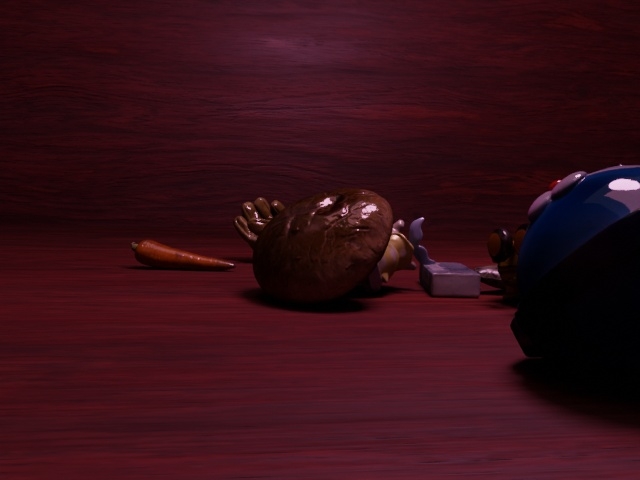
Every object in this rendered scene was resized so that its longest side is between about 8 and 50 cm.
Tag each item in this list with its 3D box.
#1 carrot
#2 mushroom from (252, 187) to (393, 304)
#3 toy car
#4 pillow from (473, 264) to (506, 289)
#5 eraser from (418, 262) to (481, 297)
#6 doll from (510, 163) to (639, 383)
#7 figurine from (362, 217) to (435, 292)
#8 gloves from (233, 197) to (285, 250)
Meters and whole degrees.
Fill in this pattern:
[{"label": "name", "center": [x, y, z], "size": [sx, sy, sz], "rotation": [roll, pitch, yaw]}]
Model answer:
[{"label": "carrot", "center": [-0.323, 0.047, 1.513], "size": [0.256, 0.061, 0.061], "rotation": [13, 5, 4]}, {"label": "mushroom", "center": [0.000, 0.000, 1.134], "size": [0.278, 0.146, 0.278], "rotation": [-26, 32, 18]}, {"label": "toy car", "center": [0.399, 0.047, 1.088], "size": [0.200, 0.142, 0.248], "rotation": [1, -5, -14]}, {"label": "pillow", "center": [0.414, 0.076, 1.286], "size": [0.241, 0.051, 0.093], "rotation": [3, 12, -31]}, {"label": "eraser", "center": [0.251, 0.074, 1.295], "size": [0.092, 0.046, 0.212], "rotation": [1, 5, 0]}, {"label": "doll", "center": [0.349, 0.036, 0.712], "size": [0.284, 0.240, 0.310], "rotation": [-41, -35, 26]}, {"label": "figurine", "center": [0.115, 0.028, 1.251], "size": [0.208, 0.128, 0.184], "rotation": [-17, 8, -1]}, {"label": "gloves", "center": [-0.075, -0.008, 1.690], "size": [0.331, 0.141, 0.154], "rotation": [13, 33, 16]}]
